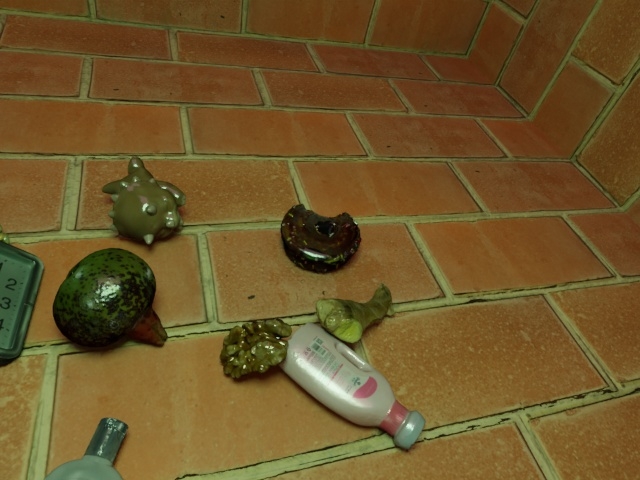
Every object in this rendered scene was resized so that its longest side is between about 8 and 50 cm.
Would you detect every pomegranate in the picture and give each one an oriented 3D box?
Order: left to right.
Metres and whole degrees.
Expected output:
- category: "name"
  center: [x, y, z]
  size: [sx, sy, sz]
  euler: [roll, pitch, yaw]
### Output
- category: "pomegranate"
  center: [-0.426, 0.144, 0.963]
  size: [0.248, 0.214, 0.214]
  euler: [49, 40, -21]

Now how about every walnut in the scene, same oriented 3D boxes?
- category: "walnut"
  center: [-0.146, 0.222, 0.978]
  size: [0.170, 0.069, 0.143]
  euler: [-18, 37, 20]

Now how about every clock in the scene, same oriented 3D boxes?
- category: "clock"
  center: [-0.719, 0.095, 0.903]
  size: [0.273, 0.049, 0.279]
  euler: [38, 27, -42]

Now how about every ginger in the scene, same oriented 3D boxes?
- category: "ginger"
  center: [0.095, 0.170, 1.123]
  size: [0.131, 0.086, 0.294]
  euler: [32, 25, 26]

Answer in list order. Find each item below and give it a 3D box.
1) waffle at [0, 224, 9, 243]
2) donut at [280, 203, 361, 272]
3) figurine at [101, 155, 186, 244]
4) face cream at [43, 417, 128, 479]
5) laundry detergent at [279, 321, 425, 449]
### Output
- category: "waffle"
  center: [-0.843, 0.036, 1.019]
  size: [0.249, 0.056, 0.261]
  euler: [31, 44, 15]
- category: "donut"
  center: [-0.001, 0.000, 1.277]
  size: [0.230, 0.096, 0.216]
  euler: [3, 48, -14]
- category: "figurine"
  center: [-0.474, -0.092, 1.170]
  size: [0.247, 0.177, 0.173]
  euler: [44, 30, 11]
- category: "face cream"
  center: [-0.400, 0.438, 0.735]
  size: [0.143, 0.071, 0.292]
  euler: [15, 45, -7]
- category: "laundry detergent"
  center: [0.069, 0.316, 0.988]
  size: [0.335, 0.088, 0.159]
  euler: [34, 39, 15]
